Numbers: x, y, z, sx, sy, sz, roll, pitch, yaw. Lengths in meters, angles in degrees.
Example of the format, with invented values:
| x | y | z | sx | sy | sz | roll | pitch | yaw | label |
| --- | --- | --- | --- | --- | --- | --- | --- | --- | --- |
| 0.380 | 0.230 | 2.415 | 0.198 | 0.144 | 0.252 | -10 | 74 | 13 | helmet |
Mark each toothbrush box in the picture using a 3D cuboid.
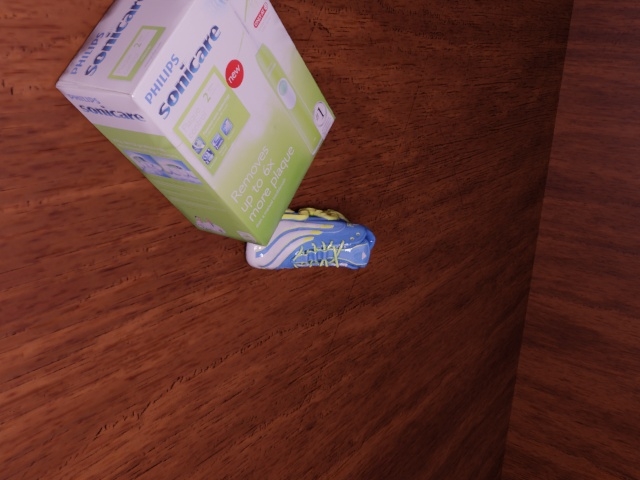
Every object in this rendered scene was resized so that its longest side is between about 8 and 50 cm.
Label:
| x | y | z | sx | sy | sz | roll | pitch | yaw | label |
| --- | --- | --- | --- | --- | --- | --- | --- | --- | --- |
| -0.121 | -0.156 | 0.795 | 0.206 | 0.122 | 0.283 | -63 | 145 | -20 | toothbrush box |

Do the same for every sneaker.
| x | y | z | sx | sy | sz | roll | pitch | yaw | label |
| --- | --- | --- | --- | --- | --- | --- | --- | --- | --- |
| 0.000 | 0.000 | 1.040 | 0.240 | 0.126 | 0.091 | -19 | 118 | -54 | sneaker |
